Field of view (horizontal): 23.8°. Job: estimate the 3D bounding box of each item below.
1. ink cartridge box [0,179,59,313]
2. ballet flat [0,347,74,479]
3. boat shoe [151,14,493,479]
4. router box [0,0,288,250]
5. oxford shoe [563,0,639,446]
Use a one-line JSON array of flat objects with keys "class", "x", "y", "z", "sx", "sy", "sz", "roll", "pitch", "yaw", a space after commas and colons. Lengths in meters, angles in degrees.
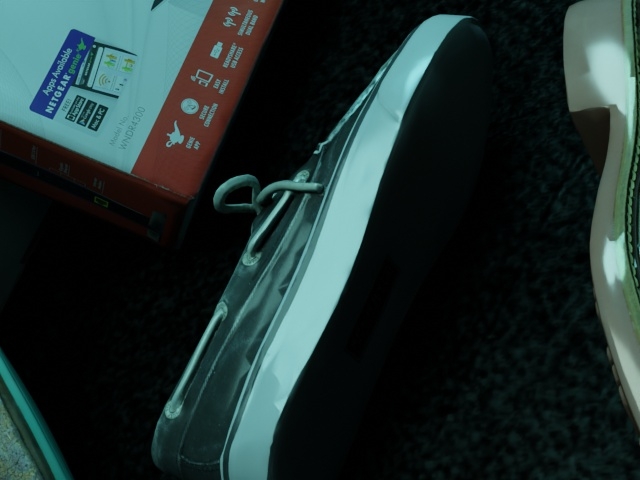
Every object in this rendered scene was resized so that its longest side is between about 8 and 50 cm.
[{"class": "ink cartridge box", "x": -0.396, "y": -0.027, "z": 1.175, "sx": 0.384, "sy": 0.160, "sz": 0.279, "roll": -2, "pitch": 54, "yaw": 39}, {"class": "ballet flat", "x": -0.244, "y": 0.065, "z": 0.916, "sx": 0.106, "sy": 0.107, "sz": 0.316, "roll": -25, "pitch": 71, "yaw": -10}, {"class": "boat shoe", "x": 0.002, "y": 0.002, "z": 0.845, "sx": 0.105, "sy": 0.113, "sz": 0.306, "roll": 14, "pitch": 74, "yaw": 31}, {"class": "router box", "x": -0.171, "y": -0.199, "z": 1.048, "sx": 0.082, "sy": 0.301, "sz": 0.335, "roll": 118, "pitch": 174, "yaw": -62}, {"class": "oxford shoe", "x": 0.199, "y": 0.010, "z": 0.652, "sx": 0.146, "sy": 0.140, "sz": 0.397, "roll": -18, "pitch": 47, "yaw": 18}]
